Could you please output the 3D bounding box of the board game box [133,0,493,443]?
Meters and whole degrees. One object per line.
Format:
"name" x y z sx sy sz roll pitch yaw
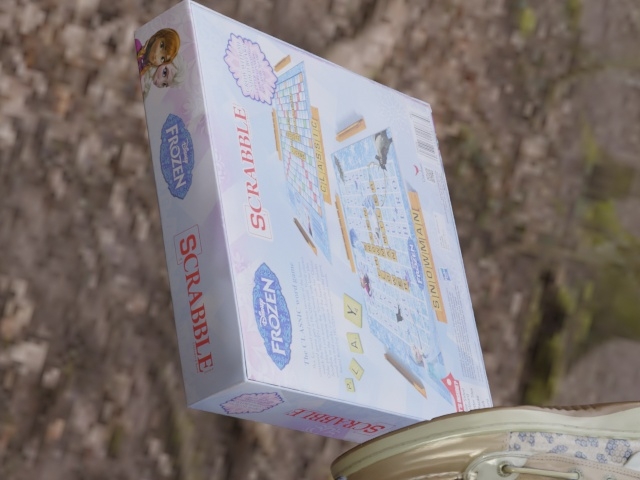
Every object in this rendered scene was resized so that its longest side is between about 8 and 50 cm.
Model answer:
"board game box" 0.000 0.000 1.562 0.318 0.066 0.319 19 53 -48

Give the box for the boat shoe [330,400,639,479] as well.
"boat shoe" 0.149 0.167 1.371 0.104 0.285 0.089 126 -42 -68

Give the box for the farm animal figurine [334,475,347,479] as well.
"farm animal figurine" -0.028 0.292 1.041 0.172 0.330 0.327 -46 -158 51
